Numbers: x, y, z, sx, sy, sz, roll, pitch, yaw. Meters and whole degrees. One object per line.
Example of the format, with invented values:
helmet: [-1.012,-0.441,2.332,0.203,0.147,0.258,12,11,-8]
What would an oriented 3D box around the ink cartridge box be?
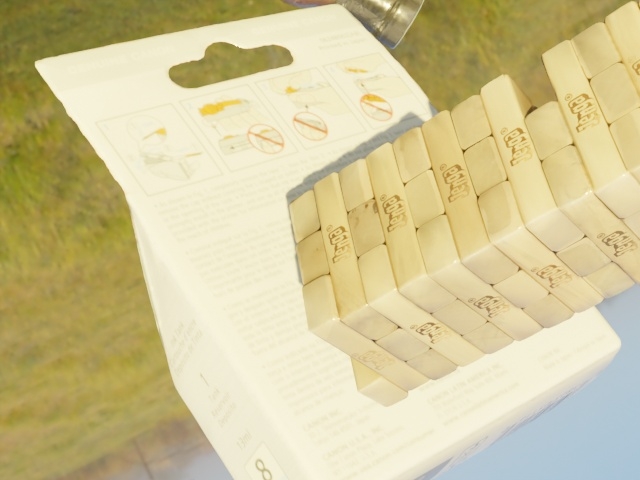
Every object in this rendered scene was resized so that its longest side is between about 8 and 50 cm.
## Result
ink cartridge box: [0.000,0.000,0.845,0.308,0.385,0.091,-20,154,-38]

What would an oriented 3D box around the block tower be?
block tower: [0.135,-0.037,0.535,0.335,0.091,0.097,-31,138,24]

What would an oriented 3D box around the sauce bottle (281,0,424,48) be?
sauce bottle: [-0.050,-0.321,1.186,0.111,0.344,0.111,-59,-172,14]
